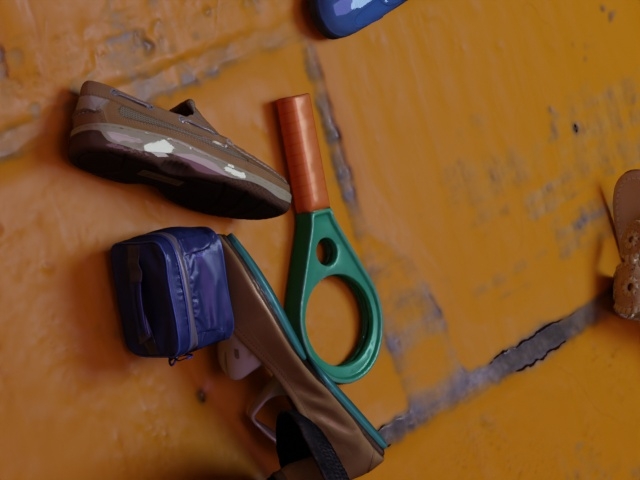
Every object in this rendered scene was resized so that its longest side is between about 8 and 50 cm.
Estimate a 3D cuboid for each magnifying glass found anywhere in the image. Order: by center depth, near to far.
[{"bbox_3d":[0.000,0.000,1.524,0.092,0.026,0.231,-16,96,-43],"label":"magnifying glass"}]

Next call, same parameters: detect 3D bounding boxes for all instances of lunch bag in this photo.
[{"bbox_3d":[-0.110,0.041,1.388,0.065,0.067,0.098,-15,97,-42],"label":"lunch bag"}]

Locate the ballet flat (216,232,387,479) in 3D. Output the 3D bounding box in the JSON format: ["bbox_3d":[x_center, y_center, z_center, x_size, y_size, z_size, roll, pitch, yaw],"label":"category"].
[{"bbox_3d":[-0.033,0.100,1.454,0.073,0.080,0.232,-35,113,-1],"label":"ballet flat"}]

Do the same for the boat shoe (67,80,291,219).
[{"bbox_3d":[-0.096,-0.070,1.417,0.190,0.068,0.072,22,60,-40],"label":"boat shoe"}]

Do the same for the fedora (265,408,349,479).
[{"bbox_3d":[-0.034,0.292,1.345,0.152,0.334,0.334,-14,97,-10],"label":"fedora"}]

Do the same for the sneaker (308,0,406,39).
[{"bbox_3d":[0.072,-0.234,1.577,0.209,0.082,0.069,-41,115,-36],"label":"sneaker"}]

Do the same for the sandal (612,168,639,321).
[{"bbox_3d":[0.306,0.060,1.761,0.079,0.088,0.240,-35,115,-46],"label":"sandal"}]
